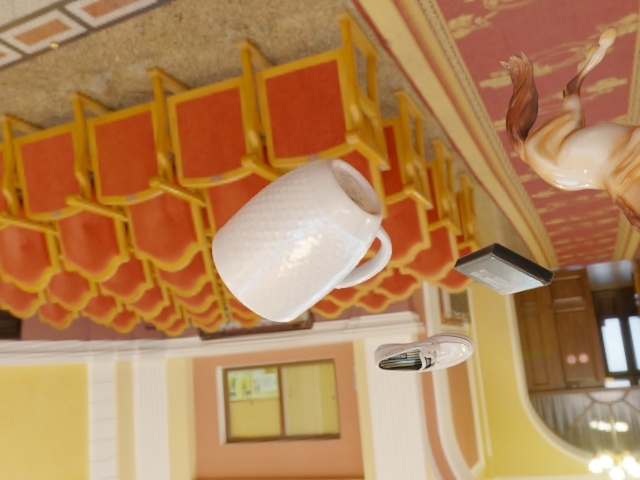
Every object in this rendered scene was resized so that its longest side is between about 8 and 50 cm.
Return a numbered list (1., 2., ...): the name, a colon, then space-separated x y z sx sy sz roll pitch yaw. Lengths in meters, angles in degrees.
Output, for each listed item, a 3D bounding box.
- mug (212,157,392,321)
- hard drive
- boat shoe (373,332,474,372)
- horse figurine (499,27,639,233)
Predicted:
1. mug: 0.000 0.000 1.469 0.374 0.276 0.328 29 122 -36
2. hard drive: 0.262 0.044 0.934 0.094 0.022 0.135 28 166 -4
3. boat shoe: 0.233 0.264 1.438 0.227 0.083 0.076 -12 -168 8
4. horse figurine: 0.245 -0.095 0.544 0.066 0.174 0.263 27 -179 -33
